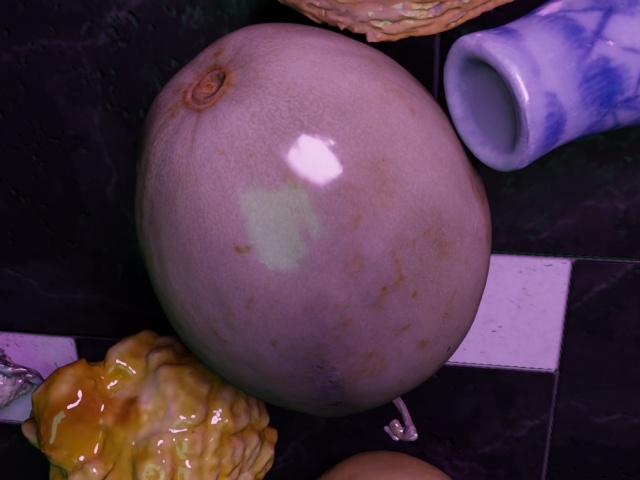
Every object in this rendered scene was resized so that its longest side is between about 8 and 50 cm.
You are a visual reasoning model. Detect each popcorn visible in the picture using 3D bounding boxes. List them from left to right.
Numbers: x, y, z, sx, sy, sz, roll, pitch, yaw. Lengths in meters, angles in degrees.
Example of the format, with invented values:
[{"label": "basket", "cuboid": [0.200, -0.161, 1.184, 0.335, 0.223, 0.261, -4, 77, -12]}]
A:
[{"label": "popcorn", "cuboid": [-0.178, 0.191, 0.787, 0.251, 0.206, 0.237, 17, 137, 21]}]

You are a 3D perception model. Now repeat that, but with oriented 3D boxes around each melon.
[{"label": "melon", "cuboid": [-0.003, -0.009, 0.608, 0.272, 0.271, 0.308, 12, 150, 4]}]

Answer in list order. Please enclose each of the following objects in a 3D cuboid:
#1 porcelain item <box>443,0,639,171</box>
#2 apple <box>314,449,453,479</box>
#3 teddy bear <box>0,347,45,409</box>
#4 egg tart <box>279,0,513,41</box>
[{"label": "porcelain item", "cuboid": [0.209, -0.132, 0.542, 0.259, 0.141, 0.141, -25, 115, -15]}, {"label": "apple", "cuboid": [0.059, 0.339, 0.778, 0.262, 0.262, 0.262, 4, 118, 8]}, {"label": "teddy bear", "cuboid": [-0.392, 0.168, 0.875, 0.213, 0.111, 0.133, -33, 131, -1]}, {"label": "egg tart", "cuboid": [0.038, -0.271, 0.545, 0.291, 0.107, 0.290, 5, 105, 20]}]
